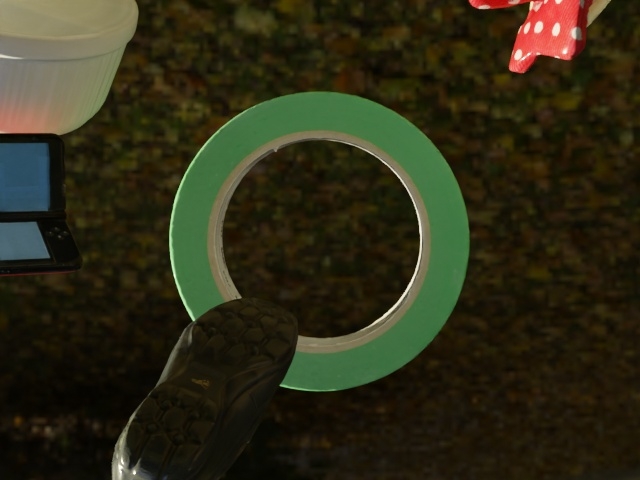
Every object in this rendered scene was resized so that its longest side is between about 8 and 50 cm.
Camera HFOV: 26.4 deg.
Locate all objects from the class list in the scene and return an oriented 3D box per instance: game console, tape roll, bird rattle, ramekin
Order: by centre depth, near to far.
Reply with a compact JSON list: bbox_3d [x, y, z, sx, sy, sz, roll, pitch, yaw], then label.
[{"bbox_3d":[0.205,-0.210,0.943,0.143,0.253,0.207,27,172,14],"label":"bird rattle"},{"bbox_3d":[-0.300,-0.034,1.275,0.144,0.124,0.085,-3,125,-26],"label":"game console"},{"bbox_3d":[-0.332,-0.208,1.410,0.272,0.127,0.273,13,-153,-7],"label":"ramekin"},{"bbox_3d":[0.000,0.000,1.483,0.321,0.321,0.077,-1,-178,3],"label":"tape roll"}]

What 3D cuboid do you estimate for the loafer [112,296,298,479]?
[{"bbox_3d":[-0.078,0.112,0.926,0.076,0.223,0.078,23,123,10],"label":"loafer"}]
